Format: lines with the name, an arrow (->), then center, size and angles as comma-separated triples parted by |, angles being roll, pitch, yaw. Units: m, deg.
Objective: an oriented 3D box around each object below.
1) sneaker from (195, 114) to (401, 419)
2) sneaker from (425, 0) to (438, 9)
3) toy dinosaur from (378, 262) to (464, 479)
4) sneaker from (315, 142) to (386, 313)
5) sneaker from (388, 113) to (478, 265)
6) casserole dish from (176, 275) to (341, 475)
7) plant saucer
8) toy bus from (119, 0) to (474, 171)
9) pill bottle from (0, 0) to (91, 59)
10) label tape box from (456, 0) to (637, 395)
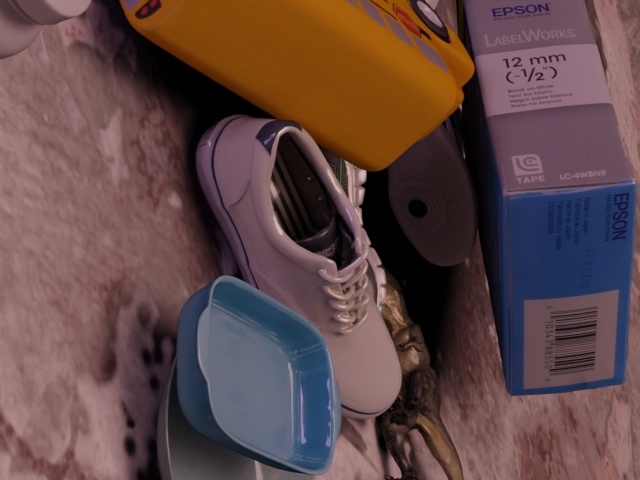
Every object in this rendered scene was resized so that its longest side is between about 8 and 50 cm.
sneaker -> -0.004, 0.026, 1.427 | 0.094, 0.091, 0.258 | -41, 113, -27
sneaker -> 0.025, -0.239, 1.639 | 0.235, 0.153, 0.094 | -54, 145, -7
toy dinosaur -> 0.073, 0.141, 1.590 | 0.118, 0.064, 0.268 | -62, 136, -61
sneaker -> 0.000, 0.000, 1.524 | 0.076, 0.065, 0.166 | 0, 75, -47
sneaker -> 0.101, -0.095, 1.722 | 0.121, 0.079, 0.217 | -45, 118, -59
casserole dish -> -0.045, 0.095, 1.321 | 0.188, 0.037, 0.114 | 34, 49, -55
plant saucer -> -0.066, 0.148, 1.338 | 0.195, 0.037, 0.195 | 37, 47, -53
toy bus -> -0.006, -0.153, 1.440 | 0.332, 0.108, 0.130 | 29, 27, -46
pill bottle -> -0.205, -0.133, 1.053 | 0.087, 0.160, 0.087 | 37, 47, -53
label tape box -> 0.188, -0.078, 1.697 | 0.249, 0.115, 0.348 | 83, 2, -46
